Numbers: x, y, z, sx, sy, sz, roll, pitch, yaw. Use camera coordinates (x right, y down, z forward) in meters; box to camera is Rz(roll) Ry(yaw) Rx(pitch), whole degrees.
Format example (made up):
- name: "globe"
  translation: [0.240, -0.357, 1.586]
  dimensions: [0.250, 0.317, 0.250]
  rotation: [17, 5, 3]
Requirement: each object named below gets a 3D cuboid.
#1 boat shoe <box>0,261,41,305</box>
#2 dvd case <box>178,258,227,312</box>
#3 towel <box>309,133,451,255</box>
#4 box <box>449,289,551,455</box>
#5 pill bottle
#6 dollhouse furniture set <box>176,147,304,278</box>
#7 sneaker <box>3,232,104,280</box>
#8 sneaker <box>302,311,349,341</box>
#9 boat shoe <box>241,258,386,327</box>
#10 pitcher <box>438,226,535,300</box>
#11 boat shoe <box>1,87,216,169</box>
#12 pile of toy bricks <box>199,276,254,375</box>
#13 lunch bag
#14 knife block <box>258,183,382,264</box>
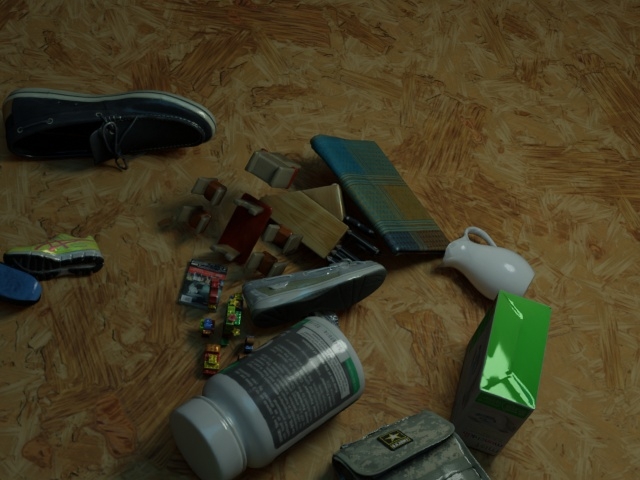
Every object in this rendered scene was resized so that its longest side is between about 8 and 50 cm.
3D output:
- name: "boat shoe"
  translation: [-0.711, 0.081, 1.931]
  dimensions: [0.258, 0.089, 0.109]
  rotation: [29, 66, 1]
- name: "dvd case"
  translation: [-0.262, 0.100, 2.077]
  dimensions: [0.087, 0.013, 0.120]
  rotation: [14, 52, -4]
- name: "towel"
  translation: [0.149, -0.109, 2.250]
  dimensions: [0.271, 0.040, 0.370]
  rotation: [0, 49, -52]
- name: "box"
  translation: [0.382, 0.284, 1.971]
  dimensions: [0.126, 0.231, 0.262]
  rotation: [20, 52, 1]
- name: "pill bottle"
  translation: [-0.104, 0.319, 1.837]
  dimensions: [0.361, 0.204, 0.204]
  rotation: [-30, 66, -31]
- name: "dollhouse furniture set"
  translation: [-0.150, -0.072, 2.111]
  dimensions: [0.262, 0.259, 0.135]
  rotation: [32, 13, 14]
- name: "sneaker"
  translation: [-0.582, 0.028, 2.013]
  dimensions: [0.208, 0.081, 0.094]
  rotation: [0, 47, -22]
- name: "sneaker"
  translation: [0.022, 0.184, 2.066]
  dimensions: [0.058, 0.052, 0.135]
  rotation: [-32, 68, -36]
- name: "boat shoe"
  translation: [-0.011, 0.098, 2.030]
  dimensions: [0.320, 0.118, 0.103]
  rotation: [-17, 58, -12]
- name: "pitcher"
  translation: [0.413, 0.053, 2.224]
  dimensions: [0.207, 0.126, 0.178]
  rotation: [29, 45, 14]
- name: "boat shoe"
  translation: [-0.497, -0.254, 2.177]
  dimensions: [0.499, 0.187, 0.156]
  rotation: [2, 59, -7]
- name: "pile of toy bricks"
  translation: [-0.196, 0.176, 1.970]
  dimensions: [0.118, 0.105, 0.212]
  rotation: [7, 59, -9]
- name: "lunch bag"
  translation: [0.184, 0.479, 1.822]
  dimensions: [0.235, 0.169, 0.287]
  rotation: [-21, 54, -23]
- name: "knife block"
  translation: [0.000, 0.000, 2.161]
  dimensions: [0.275, 0.088, 0.242]
  rotation: [-8, 80, 9]
